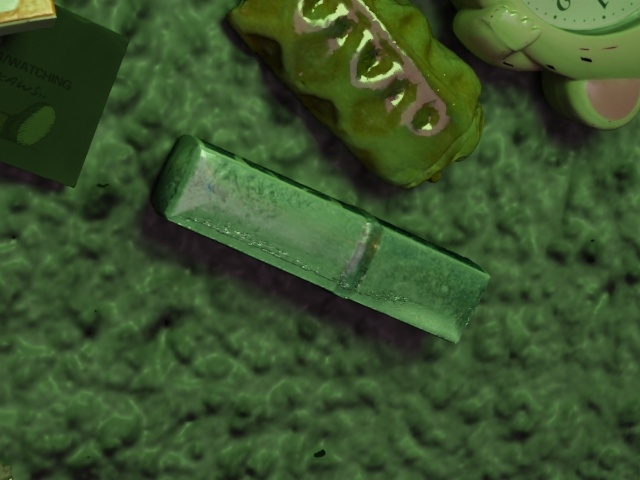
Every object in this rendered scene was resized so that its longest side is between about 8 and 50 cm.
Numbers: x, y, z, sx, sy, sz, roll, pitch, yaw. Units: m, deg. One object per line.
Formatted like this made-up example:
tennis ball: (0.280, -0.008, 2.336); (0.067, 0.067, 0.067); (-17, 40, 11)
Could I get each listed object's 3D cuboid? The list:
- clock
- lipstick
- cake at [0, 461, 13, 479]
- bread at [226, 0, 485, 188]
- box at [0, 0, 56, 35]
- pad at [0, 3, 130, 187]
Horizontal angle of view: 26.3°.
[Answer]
clock: (0.216, -0.264, 1.123); (0.284, 0.114, 0.309); (-47, 115, -4)
lipstick: (0.000, 0.000, 1.137); (0.289, 0.077, 0.076); (22, 97, -22)
cake: (-0.373, 0.259, 1.071); (0.295, 0.113, 0.116); (-42, 112, 2)
bread: (0.043, -0.145, 1.114); (0.232, 0.088, 0.128); (45, 79, -19)
box: (-0.338, -0.254, 0.924); (0.265, 0.048, 0.273); (-14, 90, -15)
pad: (-0.239, -0.126, 1.020); (0.190, 0.004, 0.127); (21, 88, -41)
